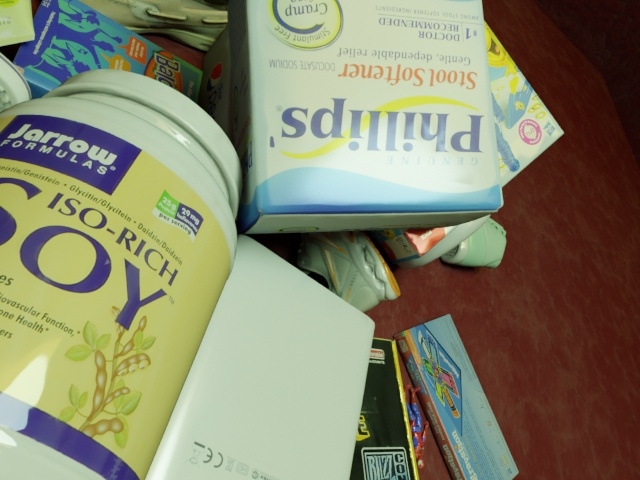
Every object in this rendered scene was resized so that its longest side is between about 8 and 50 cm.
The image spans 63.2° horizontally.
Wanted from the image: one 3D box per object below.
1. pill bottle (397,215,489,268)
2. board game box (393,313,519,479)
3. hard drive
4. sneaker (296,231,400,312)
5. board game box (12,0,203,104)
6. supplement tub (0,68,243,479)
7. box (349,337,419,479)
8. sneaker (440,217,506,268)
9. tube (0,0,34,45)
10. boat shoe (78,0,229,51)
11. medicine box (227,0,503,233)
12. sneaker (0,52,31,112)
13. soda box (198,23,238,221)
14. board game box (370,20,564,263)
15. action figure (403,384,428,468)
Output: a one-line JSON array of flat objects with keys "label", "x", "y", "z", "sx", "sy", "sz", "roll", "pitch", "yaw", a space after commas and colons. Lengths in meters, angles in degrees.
[{"label": "pill bottle", "x": 0.117, "y": -0.134, "z": 0.870, "sx": 0.334, "sy": 0.188, "sz": 0.188, "roll": 54, "pitch": 42, "yaw": -2}, {"label": "board game box", "x": 0.222, "y": 0.267, "z": 0.843, "sx": 0.145, "sy": 0.027, "sz": 0.282, "roll": -7, "pitch": 71, "yaw": -47}, {"label": "hard drive", "x": -0.052, "y": 0.172, "z": 0.518, "sx": 0.210, "sy": 0.040, "sz": 0.319, "roll": 36, "pitch": 46, "yaw": -22}, {"label": "sneaker", "x": 0.000, "y": 0.000, "z": 0.750, "sx": 0.263, "sy": 0.121, "sz": 0.099, "roll": 59, "pitch": 4, "yaw": 34}, {"label": "board game box", "x": -0.261, "y": -0.200, "z": 0.657, "sx": 0.210, "sy": 0.047, "sz": 0.160, "roll": 23, "pitch": 51, "yaw": -33}, {"label": "supplement tub", "x": -0.207, "y": 0.041, "z": 0.415, "sx": 0.241, "sy": 0.241, "sz": 0.332, "roll": 35, "pitch": 46, "yaw": -22}, {"label": "box", "x": -0.027, "y": 0.230, "z": 0.594, "sx": 0.321, "sy": 0.079, "sz": 0.257, "roll": 16, "pitch": 57, "yaw": -37}, {"label": "sneaker", "x": 0.307, "y": -0.062, "z": 1.073, "sx": 0.151, "sy": 0.094, "sz": 0.256, "roll": 14, "pitch": 66, "yaw": -31}, {"label": "tube", "x": -0.375, "y": -0.315, "z": 0.605, "sx": 0.062, "sy": 0.070, "sz": 0.240, "roll": 12, "pitch": 58, "yaw": -45}, {"label": "boat shoe", "x": -0.236, "y": -0.352, "z": 0.735, "sx": 0.302, "sy": 0.098, "sz": 0.109, "roll": 1, "pitch": 66, "yaw": -43}, {"label": "medicine box", "x": 0.039, "y": -0.158, "z": 0.584, "sx": 0.263, "sy": 0.149, "sz": 0.290, "roll": -2, "pitch": 82, "yaw": -16}, {"label": "sneaker", "x": -0.374, "y": -0.217, "z": 0.484, "sx": 0.282, "sy": 0.102, "sz": 0.161, "roll": 28, "pitch": 41, "yaw": -6}, {"label": "soda box", "x": -0.115, "y": -0.175, "z": 0.743, "sx": 0.091, "sy": 0.098, "sz": 0.287, "roll": 20, "pitch": 53, "yaw": -34}, {"label": "board game box", "x": 0.140, "y": -0.180, "z": 0.738, "sx": 0.308, "sy": 0.086, "sz": 0.302, "roll": -39, "pitch": 94, "yaw": -17}, {"label": "action figure", "x": 0.139, "y": 0.272, "z": 0.763, "sx": 0.038, "sy": 0.030, "sz": 0.115, "roll": 25, "pitch": 53, "yaw": -37}]
